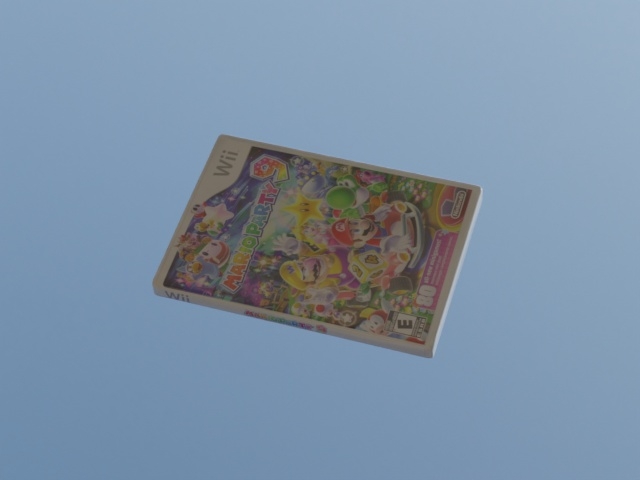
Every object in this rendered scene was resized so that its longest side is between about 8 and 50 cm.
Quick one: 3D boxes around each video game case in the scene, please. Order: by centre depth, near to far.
[{"bbox_3d":[0.000,0.000,0.648,0.122,0.011,0.087,12,-125,13],"label":"video game case"}]
